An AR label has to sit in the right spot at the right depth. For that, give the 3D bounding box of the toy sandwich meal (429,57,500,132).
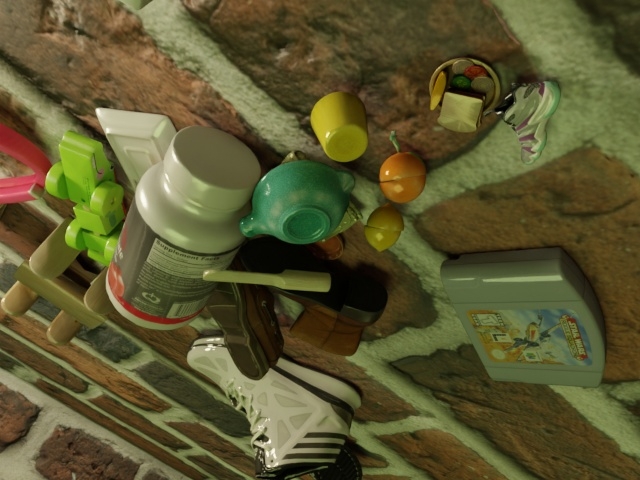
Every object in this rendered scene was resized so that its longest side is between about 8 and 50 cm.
[{"bbox_3d":[0.157,-0.160,0.584,0.085,0.029,0.085,16,142,13],"label":"toy sandwich meal"}]

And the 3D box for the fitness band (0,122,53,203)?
[{"bbox_3d":[-0.647,-0.149,0.996,0.291,0.054,0.209,-3,148,26],"label":"fitness band"}]

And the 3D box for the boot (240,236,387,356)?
[{"bbox_3d":[-0.026,0.113,0.981,0.264,0.096,0.280,15,152,-2],"label":"boot"}]

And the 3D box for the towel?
[{"bbox_3d":[-0.017,-0.061,0.792,0.148,0.027,0.110,43,134,-18],"label":"towel"}]

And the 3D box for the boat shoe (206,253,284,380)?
[{"bbox_3d":[-0.152,0.125,1.042,0.110,0.104,0.307,9,124,35],"label":"boat shoe"}]

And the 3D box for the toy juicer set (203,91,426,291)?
[{"bbox_3d":[0.004,-0.035,0.735,0.209,0.089,0.329,23,126,-30],"label":"toy juicer set"}]

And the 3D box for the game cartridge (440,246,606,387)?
[{"bbox_3d":[0.326,0.131,0.816,0.198,0.062,0.297,-3,134,38],"label":"game cartridge"}]

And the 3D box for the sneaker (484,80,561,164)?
[{"bbox_3d":[0.213,-0.129,0.576,0.069,0.038,0.098,6,130,7],"label":"sneaker"}]

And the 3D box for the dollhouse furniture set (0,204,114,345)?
[{"bbox_3d":[-0.681,0.101,1.185,0.394,0.256,0.362,41,140,-19],"label":"dollhouse furniture set"}]

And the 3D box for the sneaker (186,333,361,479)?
[{"bbox_3d":[-0.150,0.395,1.228,0.447,0.257,0.169,18,142,11],"label":"sneaker"}]

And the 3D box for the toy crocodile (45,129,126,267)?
[{"bbox_3d":[-0.411,-0.060,0.981,0.115,0.105,0.340,19,138,9],"label":"toy crocodile"}]

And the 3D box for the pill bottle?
[{"bbox_3d":[-0.213,-0.015,0.825,0.176,0.176,0.318,31,128,-7],"label":"pill bottle"}]

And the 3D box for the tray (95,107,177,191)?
[{"bbox_3d":[-0.280,-0.100,0.905,0.145,0.030,0.270,11,140,20],"label":"tray"}]

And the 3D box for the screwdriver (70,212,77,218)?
[{"bbox_3d":[-0.465,-0.004,1.138,0.025,0.024,0.170,-38,106,18],"label":"screwdriver"}]

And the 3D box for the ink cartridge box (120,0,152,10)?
[{"bbox_3d":[-0.197,-0.389,0.438,0.211,0.121,0.289,30,142,-6],"label":"ink cartridge box"}]

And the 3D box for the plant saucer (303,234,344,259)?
[{"bbox_3d":[0.000,0.000,0.877,0.083,0.013,0.083,16,141,13],"label":"plant saucer"}]

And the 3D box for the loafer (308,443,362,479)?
[{"bbox_3d":[-0.027,0.594,1.528,0.366,0.134,0.130,46,163,-10],"label":"loafer"}]
